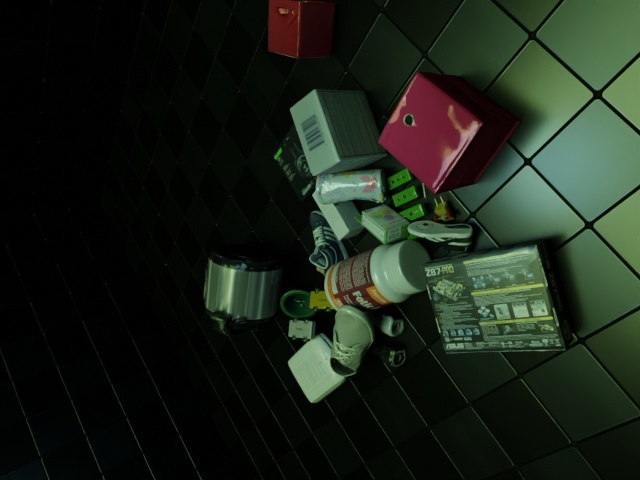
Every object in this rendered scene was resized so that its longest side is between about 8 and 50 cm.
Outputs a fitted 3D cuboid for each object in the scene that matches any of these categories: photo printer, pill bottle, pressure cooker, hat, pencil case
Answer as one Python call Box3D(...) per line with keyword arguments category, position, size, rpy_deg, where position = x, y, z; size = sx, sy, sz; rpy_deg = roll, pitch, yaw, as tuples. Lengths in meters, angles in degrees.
Box3D(category="photo printer", position=(-0.005, 0.599, 2.237), size=(0.256, 0.107, 0.307), rpy_deg=(56, 134, 19))
Box3D(category="pill bottle", position=(0.216, 0.142, 1.786), size=(0.392, 0.224, 0.224), rpy_deg=(-26, 83, 47))
Box3D(category="pressure cooker", position=(-0.378, 0.254, 2.295), size=(0.375, 0.369, 0.420), rpy_deg=(31, 117, 60))
Box3D(category="hat", position=(-0.107, 0.259, 2.303), size=(0.208, 0.183, 0.173), rpy_deg=(6, 121, 1))
Box3D(category="pencil case", position=(0.118, -0.202, 1.793), size=(0.273, 0.113, 0.124), rpy_deg=(-1, 122, 18))

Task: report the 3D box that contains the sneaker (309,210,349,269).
Box3D(category="sneaker", position=(0.000, 0.000, 2.017), size=(0.099, 0.153, 0.282), rpy_deg=(-44, 70, 43))

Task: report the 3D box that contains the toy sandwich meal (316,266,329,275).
Box3D(category="toy sandwich meal", position=(0.020, 0.126, 2.125), size=(0.085, 0.029, 0.086), rpy_deg=(16, 113, 42))

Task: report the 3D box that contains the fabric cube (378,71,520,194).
Box3D(category="fabric cube", position=(0.386, -0.330, 1.442), size=(0.258, 0.259, 0.254), rpy_deg=(49, 131, 24))

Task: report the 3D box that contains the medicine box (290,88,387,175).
Box3D(category="medicine box", position=(0.071, -0.396, 1.724), size=(0.149, 0.289, 0.264), rpy_deg=(-22, 86, 45))

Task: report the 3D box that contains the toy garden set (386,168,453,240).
Box3D(category="toy garden set", position=(0.360, -0.145, 1.682), size=(0.204, 0.049, 0.244), rpy_deg=(-25, 83, 49))

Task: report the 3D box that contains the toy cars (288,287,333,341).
Box3D(category="toy cars", position=(-0.017, 0.343, 2.152), size=(0.394, 0.087, 0.176), rpy_deg=(-55, 40, 29))

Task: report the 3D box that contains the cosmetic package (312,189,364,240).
Box3D(category="cosmetic package", position=(0.078, -0.125, 1.928), size=(0.231, 0.117, 0.085), rpy_deg=(58, 136, 15))

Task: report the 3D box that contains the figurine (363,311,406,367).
Box3D(category="figurine", position=(0.240, 0.391, 1.943), size=(0.209, 0.092, 0.215), rpy_deg=(8, 107, 49))

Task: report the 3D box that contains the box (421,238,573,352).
Box3D(category="box", position=(0.540, 0.189, 1.489), size=(0.395, 0.097, 0.318), rpy_deg=(-16, 92, 44))

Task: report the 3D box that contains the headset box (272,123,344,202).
Box3D(category="headset box", position=(-0.044, -0.349, 1.975), size=(0.246, 0.131, 0.283), rpy_deg=(-45, 68, 43))

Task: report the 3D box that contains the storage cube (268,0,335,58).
Box3D(category="storage cube", position=(-0.077, -0.818, 1.814), size=(0.183, 0.215, 0.193), rpy_deg=(29, 127, 37))

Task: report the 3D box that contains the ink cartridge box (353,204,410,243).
Box3D(category="ink cartridge box", position=(0.224, -0.076, 1.755), size=(0.209, 0.109, 0.062), rpy_deg=(46, 146, 47))

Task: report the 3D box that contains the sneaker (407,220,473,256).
Box3D(category="sneaker", position=(0.408, 0.004, 1.611), size=(0.216, 0.079, 0.121), rpy_deg=(6, 132, 25))

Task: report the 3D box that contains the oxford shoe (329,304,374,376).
Box3D(category="oxford shoe", position=(0.113, 0.416, 1.884), size=(0.169, 0.130, 0.449), rpy_deg=(26, 143, 19))
